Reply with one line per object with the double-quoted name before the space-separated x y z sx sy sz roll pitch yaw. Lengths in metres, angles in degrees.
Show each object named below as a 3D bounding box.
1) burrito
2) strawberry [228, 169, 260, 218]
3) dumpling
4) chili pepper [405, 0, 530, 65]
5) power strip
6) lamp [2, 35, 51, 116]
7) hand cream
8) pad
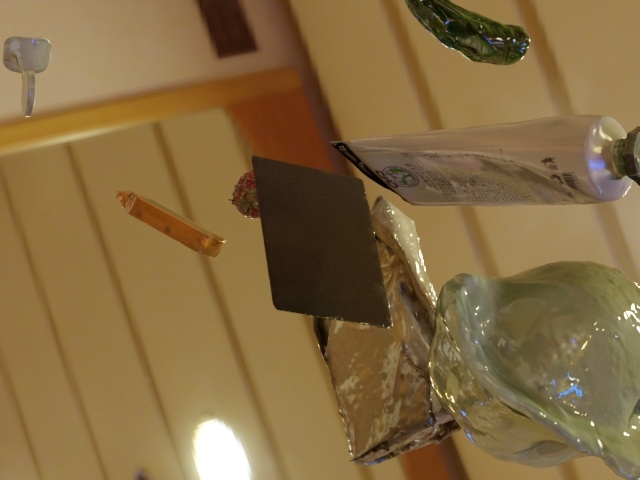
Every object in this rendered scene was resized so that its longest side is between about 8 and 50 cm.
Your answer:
"burrito" 0.094 0.116 1.970 0.190 0.135 0.331 -31 -111 43
"strawberry" -0.086 -0.068 2.125 0.073 0.083 0.073 13 -69 36
"dumpling" 0.238 0.119 1.418 0.270 0.321 0.211 10 -74 59
"chili pepper" 0.130 -0.233 1.515 0.182 0.073 0.050 36 -47 -3
"power strip" -0.199 -0.025 1.923 0.178 0.049 0.028 28 -84 27
"lamp" -0.320 -0.185 1.656 0.198 0.056 0.050 -124 -137 -62
"hand cream" 0.165 -0.071 1.398 0.336 0.076 0.121 -1 -33 45
"pad" 0.000 0.000 1.590 0.003 0.143 0.211 -56 -147 42
